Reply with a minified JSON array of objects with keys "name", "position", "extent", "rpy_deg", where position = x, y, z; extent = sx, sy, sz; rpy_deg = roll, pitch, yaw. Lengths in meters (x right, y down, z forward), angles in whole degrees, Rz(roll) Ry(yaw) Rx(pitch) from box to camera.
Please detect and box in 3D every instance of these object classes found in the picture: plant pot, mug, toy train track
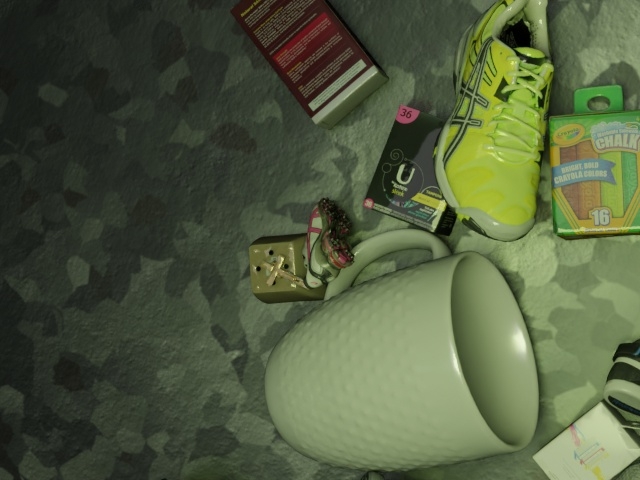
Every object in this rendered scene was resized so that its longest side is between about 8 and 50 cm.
[{"name":"plant pot","position":[-0.058,0.042,1.645],"extent":[0.109,0.096,0.109],"rpy_deg":[-5,86,20]},{"name":"mug","position":[0.102,0.148,1.518],"extent":[0.328,0.276,0.374],"rpy_deg":[-18,52,29]},{"name":"toy train track","position":[-0.050,0.052,1.584],"extent":[0.083,0.014,0.048],"rpy_deg":[26,89,12]}]

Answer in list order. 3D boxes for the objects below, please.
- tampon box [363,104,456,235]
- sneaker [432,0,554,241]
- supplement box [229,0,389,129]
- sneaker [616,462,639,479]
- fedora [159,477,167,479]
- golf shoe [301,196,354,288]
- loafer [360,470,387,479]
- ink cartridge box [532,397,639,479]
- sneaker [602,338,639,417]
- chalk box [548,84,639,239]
[{"name":"tampon box","position":[0.155,-0.102,1.572],"extent":[0.120,0.101,0.161],"rpy_deg":[21,95,18]},{"name":"sneaker","position":[0.243,-0.180,1.436],"extent":[0.145,0.147,0.384],"rpy_deg":[10,60,-11]},{"name":"supplement box","position":[-0.018,-0.306,1.656],"extent":[0.130,0.073,0.239],"rpy_deg":[-39,77,13]},{"name":"sneaker","position":[0.431,0.495,1.433],"extent":[0.210,0.137,0.366],"rpy_deg":[27,109,9]},{"name":"fedora","position":[-0.165,0.520,1.610],"extent":[0.152,0.334,0.334],"rpy_deg":[-8,85,-12]},{"name":"golf shoe","position":[0.000,0.000,1.593],"extent":[0.067,0.186,0.086],"rpy_deg":[41,112,-20]},{"name":"loafer","position":[0.065,0.426,1.519],"extent":[0.095,0.302,0.109],"rpy_deg":[21,54,-1]},{"name":"ink cartridge box","position":[0.384,0.288,1.484],"extent":[0.143,0.092,0.090],"rpy_deg":[-42,75,12]},{"name":"sneaker","position":[0.501,0.206,1.454],"extent":[0.217,0.079,0.121],"rpy_deg":[30,61,-5]},{"name":"chalk box","position":[0.391,-0.111,1.474],"extent":[0.132,0.132,0.213],"rpy_deg":[-4,87,19]}]
